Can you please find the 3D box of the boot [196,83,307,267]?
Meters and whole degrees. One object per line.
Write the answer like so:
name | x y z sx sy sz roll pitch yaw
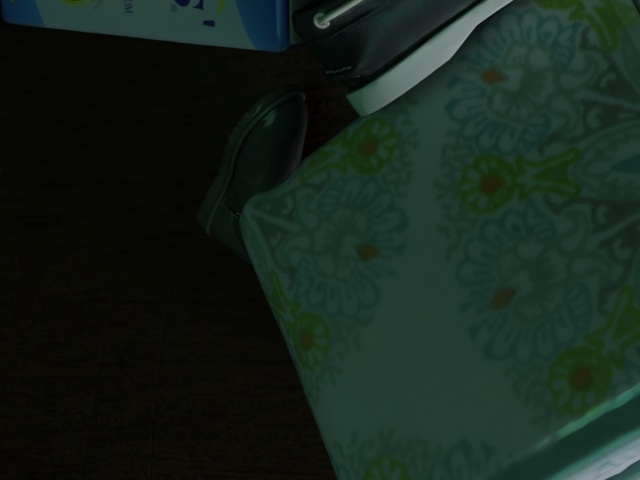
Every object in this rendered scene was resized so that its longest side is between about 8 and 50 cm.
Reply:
boot | 0.002 -0.001 1.033 0.208 0.076 0.190 47 138 20

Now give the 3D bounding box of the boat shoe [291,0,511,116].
boat shoe | 0.114 -0.205 0.821 0.302 0.114 0.091 -39 102 12

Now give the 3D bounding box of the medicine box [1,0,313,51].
medicine box | -0.105 -0.295 0.960 0.289 0.149 0.263 11 112 31

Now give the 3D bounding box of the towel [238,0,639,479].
towel | 0.134 0.019 0.849 0.374 0.090 0.320 -36 59 24
